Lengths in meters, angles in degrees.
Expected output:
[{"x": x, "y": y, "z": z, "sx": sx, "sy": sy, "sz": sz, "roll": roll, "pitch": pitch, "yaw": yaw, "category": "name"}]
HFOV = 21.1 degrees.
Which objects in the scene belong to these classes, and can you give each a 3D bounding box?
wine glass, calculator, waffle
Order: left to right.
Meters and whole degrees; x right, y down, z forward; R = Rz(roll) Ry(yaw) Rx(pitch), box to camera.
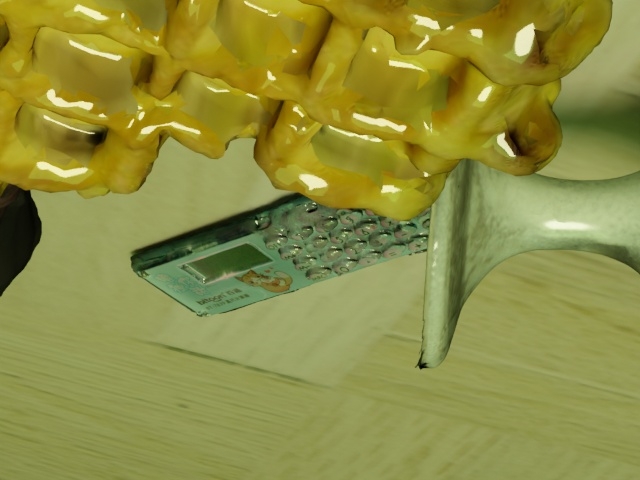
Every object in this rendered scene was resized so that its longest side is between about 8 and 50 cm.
[{"x": -0.069, "y": -0.068, "z": 0.415, "sx": 0.253, "sy": 0.056, "sz": 0.249, "roll": -21, "pitch": 137, "yaw": 32, "category": "waffle"}, {"x": 0.000, "y": 0.000, "z": 0.718, "sx": 0.172, "sy": 0.018, "sz": 0.057, "roll": -17, "pitch": 140, "yaw": 34, "category": "calculator"}, {"x": 0.154, "y": -0.004, "z": 0.586, "sx": 0.241, "sy": 0.126, "sz": 0.126, "roll": 5, "pitch": 149, "yaw": 6, "category": "wine glass"}]

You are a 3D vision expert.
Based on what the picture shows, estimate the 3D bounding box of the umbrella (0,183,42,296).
[{"x": -0.124, "y": -0.086, "z": 0.526, "sx": 0.090, "sy": 0.094, "sz": 0.326, "roll": 26, "pitch": 150, "yaw": 14, "category": "umbrella"}]
